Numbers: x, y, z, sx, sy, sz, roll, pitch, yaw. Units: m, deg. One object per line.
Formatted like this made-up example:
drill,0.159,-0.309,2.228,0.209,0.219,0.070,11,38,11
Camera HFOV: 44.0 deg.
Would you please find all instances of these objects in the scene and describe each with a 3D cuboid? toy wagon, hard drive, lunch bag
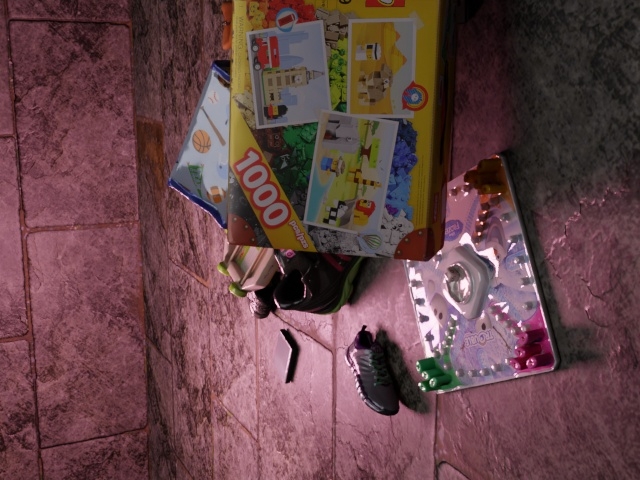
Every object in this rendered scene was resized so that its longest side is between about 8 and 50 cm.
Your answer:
toy wagon,-0.213,-0.004,2.353,0.267,0.068,0.344,-59,36,16
hard drive,-0.105,0.341,2.338,0.094,0.022,0.135,53,140,47
lunch bag,-0.107,-0.234,1.812,0.239,0.385,0.328,40,121,16

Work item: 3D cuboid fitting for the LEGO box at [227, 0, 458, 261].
LEGO box,0.041,-0.234,1.424,0.193,0.372,0.500,-24,-63,-71

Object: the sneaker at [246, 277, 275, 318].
sneaker,-0.199,0.113,2.417,0.227,0.087,0.130,65,146,28

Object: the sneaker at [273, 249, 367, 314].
sneaker,0.000,0.000,1.857,0.185,0.202,0.483,54,141,44

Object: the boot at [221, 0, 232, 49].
boot,-0.254,-0.600,2.368,0.280,0.096,0.264,12,107,63

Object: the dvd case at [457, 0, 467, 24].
dvd case,0.180,-0.516,1.462,0.179,0.029,0.239,1,99,19

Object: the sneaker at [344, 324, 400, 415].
sneaker,0.121,0.295,1.813,0.224,0.083,0.098,56,137,45

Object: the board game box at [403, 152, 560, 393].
board game box,0.264,0.082,1.515,0.390,0.050,0.390,-34,65,60
